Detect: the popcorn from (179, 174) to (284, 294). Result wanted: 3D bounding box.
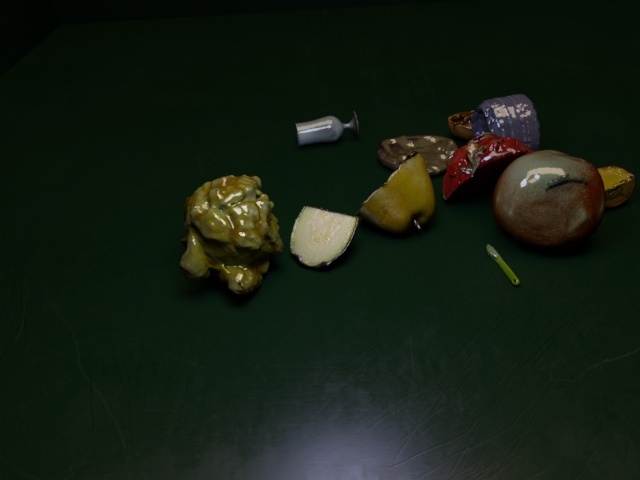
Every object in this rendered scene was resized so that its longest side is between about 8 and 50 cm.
[{"bbox_3d":[-0.238,-0.035,1.588,0.274,0.279,0.335,6,22,-17],"label":"popcorn"}]

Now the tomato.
[{"bbox_3d":[0.642,-0.126,1.629,0.303,0.239,0.303,-3,34,2],"label":"tomato"}]

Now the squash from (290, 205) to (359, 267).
[{"bbox_3d":[0.009,0.008,1.675,0.191,0.085,0.184,15,70,26],"label":"squash"}]

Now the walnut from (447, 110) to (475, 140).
[{"bbox_3d":[0.570,-0.412,2.126,0.211,0.087,0.167,-15,32,-16],"label":"walnut"}]

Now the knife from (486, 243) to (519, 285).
[{"bbox_3d":[0.493,0.062,1.582,0.026,0.022,0.184,10,31,-23],"label":"knife"}]

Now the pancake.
[{"bbox_3d":[0.341,-0.306,2.047,0.294,0.049,0.294,0,38,0],"label":"pancake"}]

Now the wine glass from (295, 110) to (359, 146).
[{"bbox_3d":[0.023,-0.416,2.178,0.231,0.103,0.103,-12,38,-2],"label":"wine glass"}]

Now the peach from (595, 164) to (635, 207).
[{"bbox_3d":[0.872,-0.153,1.764,0.172,0.092,0.127,-42,45,-23],"label":"peach"}]

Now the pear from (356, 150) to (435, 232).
[{"bbox_3d":[0.254,-0.112,1.721,0.178,0.267,0.267,46,53,6],"label":"pear"}]

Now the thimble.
[{"bbox_3d":[0.617,-0.363,1.943,0.172,0.236,0.205,-12,10,0],"label":"thimble"}]

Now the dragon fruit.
[{"bbox_3d":[0.504,-0.265,1.765,0.317,0.205,0.152,-21,73,1],"label":"dragon fruit"}]
